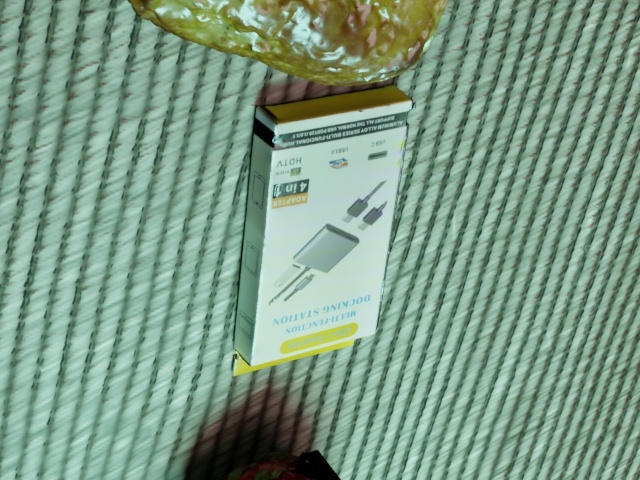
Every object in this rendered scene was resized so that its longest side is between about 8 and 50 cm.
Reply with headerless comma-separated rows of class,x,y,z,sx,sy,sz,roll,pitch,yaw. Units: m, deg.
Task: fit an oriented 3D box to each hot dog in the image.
hot dog,-0.027,-0.198,1.092,0.259,0.114,0.175,21,100,-45

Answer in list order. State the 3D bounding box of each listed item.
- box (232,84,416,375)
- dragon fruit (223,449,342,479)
box,0.000,0.000,1.298,0.129,0.033,0.247,-14,126,-30
dragon fruit,-0.022,0.258,1.372,0.172,0.167,0.160,81,16,-71
